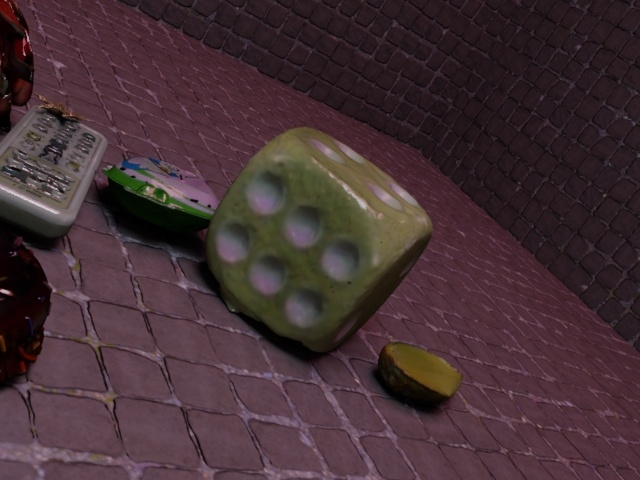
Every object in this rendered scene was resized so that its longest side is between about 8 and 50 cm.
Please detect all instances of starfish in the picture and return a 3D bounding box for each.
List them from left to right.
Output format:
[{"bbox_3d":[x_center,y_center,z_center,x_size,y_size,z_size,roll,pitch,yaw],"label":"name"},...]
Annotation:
[{"bbox_3d":[-0.392,-0.197,1.114,0.086,0.016,0.092,20,11,-36],"label":"starfish"}]

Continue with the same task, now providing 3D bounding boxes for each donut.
[{"bbox_3d":[-0.351,0.039,0.664,0.235,0.089,0.235,31,16,-10],"label":"donut"}]

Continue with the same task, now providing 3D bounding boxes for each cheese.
[{"bbox_3d":[-0.236,-0.077,1.156,0.204,0.083,0.320,24,7,-3],"label":"cheese"}]

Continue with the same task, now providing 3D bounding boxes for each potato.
[{"bbox_3d":[0.154,0.214,1.134,0.119,0.054,0.198,43,16,28],"label":"potato"}]

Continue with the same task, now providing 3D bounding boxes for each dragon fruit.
[{"bbox_3d":[-0.498,-0.267,1.040,0.193,0.192,0.274,14,28,-34],"label":"dragon fruit"}]

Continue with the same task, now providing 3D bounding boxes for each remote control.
[{"bbox_3d":[-0.380,-0.100,1.008,0.128,0.065,0.335,29,18,-19],"label":"remote control"}]

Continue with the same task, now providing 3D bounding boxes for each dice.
[{"bbox_3d":[0.000,0.000,1.090,0.252,0.254,0.250,39,19,15],"label":"dice"}]
